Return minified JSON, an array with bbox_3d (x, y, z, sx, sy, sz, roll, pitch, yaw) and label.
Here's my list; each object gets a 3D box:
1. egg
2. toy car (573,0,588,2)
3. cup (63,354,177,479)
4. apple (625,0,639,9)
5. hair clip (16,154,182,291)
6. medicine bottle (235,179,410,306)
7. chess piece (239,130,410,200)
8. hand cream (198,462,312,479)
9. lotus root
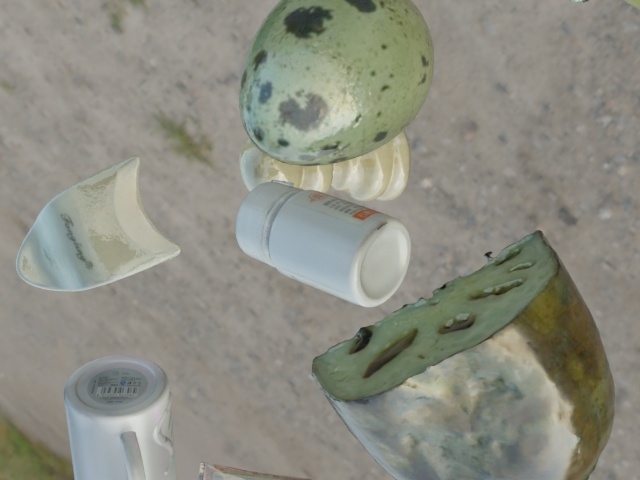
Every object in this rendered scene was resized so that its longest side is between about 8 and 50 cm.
[{"bbox_3d":[0.011,-0.163,1.178,0.177,0.228,0.177,30,144,25],"label":"egg"},{"bbox_3d":[0.277,-0.295,1.233,0.055,0.142,0.069,28,132,27],"label":"toy car"},{"bbox_3d":[-0.176,0.195,1.131,0.136,0.099,0.133,27,129,36],"label":"cup"},{"bbox_3d":[0.338,-0.326,1.062,0.279,0.279,0.279,33,151,21],"label":"apple"},{"bbox_3d":[-0.373,-0.005,1.923,0.282,0.113,0.172,-22,92,43],"label":"hair clip"},{"bbox_3d":[0.000,0.000,1.797,0.252,0.144,0.144,19,144,36],"label":"medicine bottle"},{"bbox_3d":[-0.004,-0.139,2.154,0.167,0.299,0.167,26,120,59],"label":"chess piece"},{"bbox_3d":[-0.096,0.399,1.939,0.209,0.067,0.043,7,179,-17],"label":"hand cream"},{"bbox_3d":[0.171,0.177,1.183,0.260,0.267,0.149,58,-174,-25],"label":"lotus root"}]
